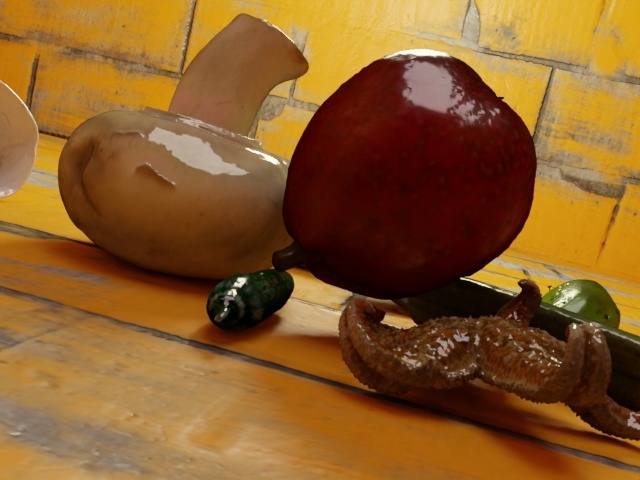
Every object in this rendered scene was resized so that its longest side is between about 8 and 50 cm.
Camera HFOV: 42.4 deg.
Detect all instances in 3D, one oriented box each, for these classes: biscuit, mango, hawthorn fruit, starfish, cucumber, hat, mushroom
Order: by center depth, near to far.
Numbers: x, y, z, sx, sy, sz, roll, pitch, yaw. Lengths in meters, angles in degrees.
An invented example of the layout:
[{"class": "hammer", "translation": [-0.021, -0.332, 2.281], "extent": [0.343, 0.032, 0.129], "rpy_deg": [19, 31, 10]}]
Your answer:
[{"class": "starfish", "translation": [0.160, 0.098, 0.748], "extent": [0.312, 0.113, 0.303], "rpy_deg": [13, 5, 18]}, {"class": "cucumber", "translation": [-0.073, 0.058, 0.832], "extent": [0.056, 0.056, 0.250], "rpy_deg": [15, 4, 10]}, {"class": "hawthorn fruit", "translation": [0.079, -0.056, 0.899], "extent": [0.307, 0.265, 0.265], "rpy_deg": [-33, 24, -16]}, {"class": "biscuit", "translation": [0.227, 0.106, 0.924], "extent": [0.322, 0.099, 0.038], "rpy_deg": [20, 42, 40]}, {"class": "mushroom", "translation": [-0.146, -0.078, 1.058], "extent": [0.315, 0.315, 0.356], "rpy_deg": [18, 42, 37]}, {"class": "mango", "translation": [0.324, 0.107, 1.070], "extent": [0.119, 0.100, 0.178], "rpy_deg": [-24, -5, 30]}, {"class": "hat", "translation": [-0.551, -0.155, 1.274], "extent": [0.203, 0.203, 0.126], "rpy_deg": [8, -8, -42]}]

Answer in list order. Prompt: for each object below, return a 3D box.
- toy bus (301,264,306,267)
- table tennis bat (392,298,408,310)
[{"class": "toy bus", "translation": [0.000, 0.000, 1.328], "extent": [0.201, 0.098, 0.114], "rpy_deg": [16, 8, 6]}, {"class": "table tennis bat", "translation": [0.128, 0.018, 1.230], "extent": [0.173, 0.022, 0.301], "rpy_deg": [27, 27, -11]}]
